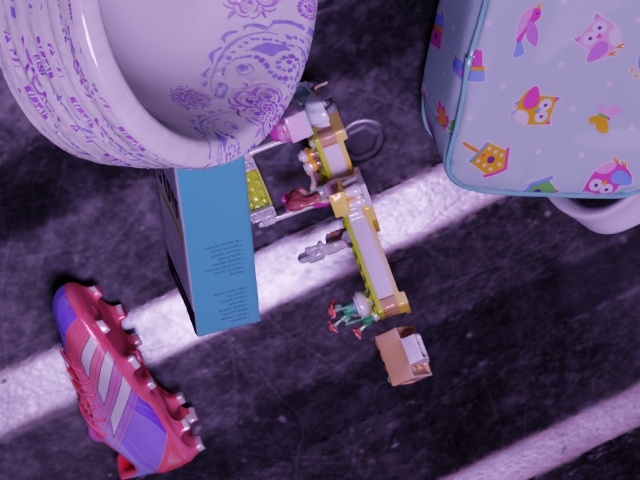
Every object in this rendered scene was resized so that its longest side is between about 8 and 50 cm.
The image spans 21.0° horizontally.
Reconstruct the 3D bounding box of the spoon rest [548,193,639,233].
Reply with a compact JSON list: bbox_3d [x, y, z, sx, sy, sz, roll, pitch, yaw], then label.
[{"bbox_3d":[0.332,-0.106,1.580,0.137,0.084,0.276,28,113,-36],"label":"spoon rest"}]

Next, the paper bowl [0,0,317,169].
[{"bbox_3d":[-0.134,-0.194,1.224,0.148,0.284,0.284,5,142,32],"label":"paper bowl"}]

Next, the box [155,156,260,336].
[{"bbox_3d":[-0.099,-0.045,1.443,0.060,0.100,0.244,-14,131,-12],"label":"box"}]

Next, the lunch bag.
[{"bbox_3d":[0.211,-0.167,1.451,0.224,0.108,0.279,0,123,-15],"label":"lunch bag"}]

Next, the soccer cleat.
[{"bbox_3d":[-0.191,0.135,1.567,0.095,0.083,0.248,-26,135,5],"label":"soccer cleat"}]

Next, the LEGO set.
[{"bbox_3d":[0.000,0.000,1.498,0.107,0.132,0.287,-20,110,1],"label":"LEGO set"}]
